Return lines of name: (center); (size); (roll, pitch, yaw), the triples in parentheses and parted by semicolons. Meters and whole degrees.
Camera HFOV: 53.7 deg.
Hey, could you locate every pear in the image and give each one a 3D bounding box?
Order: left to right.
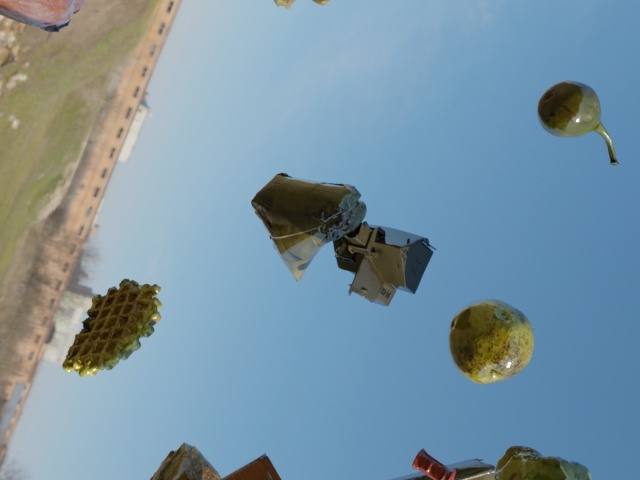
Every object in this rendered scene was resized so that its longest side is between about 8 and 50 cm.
pear: (0.389, 0.238, 1.460); (0.197, 0.198, 0.197); (-50, -152, 39)

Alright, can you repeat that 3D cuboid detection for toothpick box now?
toothpick box: (0.233, 0.465, 1.286); (0.083, 0.047, 0.047); (27, -84, 27)

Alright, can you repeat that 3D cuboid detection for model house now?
model house: (-0.171, 0.512, 1.213); (0.135, 0.220, 0.207); (68, -22, 2)
model house: (0.122, 0.040, 1.557); (0.212, 0.243, 0.204); (13, -105, 37)

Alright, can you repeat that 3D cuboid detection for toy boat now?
toy boat: (0.254, 0.646, 1.528); (0.136, 0.446, 0.162); (129, -48, -71)

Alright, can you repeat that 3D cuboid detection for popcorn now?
popcorn: (0.355, 0.463, 0.989); (0.276, 0.277, 0.225); (-97, -160, -51)

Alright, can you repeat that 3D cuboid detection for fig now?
fig: (0.564, -0.242, 1.333); (0.124, 0.236, 0.124); (-49, -162, 22)

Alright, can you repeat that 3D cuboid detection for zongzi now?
zongzi: (0.000, 0.000, 1.470); (0.274, 0.299, 0.145); (12, -140, 41)

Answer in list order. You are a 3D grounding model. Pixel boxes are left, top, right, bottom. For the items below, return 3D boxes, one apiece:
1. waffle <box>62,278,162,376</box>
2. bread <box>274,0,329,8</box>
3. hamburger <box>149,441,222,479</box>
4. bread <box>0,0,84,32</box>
waffle: (-0.540, 0.222, 1.643); (0.309, 0.065, 0.283); (-39, -140, -16)
bread: (-0.006, -0.293, 0.406); (0.274, 0.274, 0.149); (-59, -163, 23)
hamburger: (-0.269, 0.558, 1.373); (0.155, 0.208, 0.135); (-50, -172, -21)
bread: (-0.451, -0.409, 0.892); (0.123, 0.245, 0.190); (-43, -139, 46)
